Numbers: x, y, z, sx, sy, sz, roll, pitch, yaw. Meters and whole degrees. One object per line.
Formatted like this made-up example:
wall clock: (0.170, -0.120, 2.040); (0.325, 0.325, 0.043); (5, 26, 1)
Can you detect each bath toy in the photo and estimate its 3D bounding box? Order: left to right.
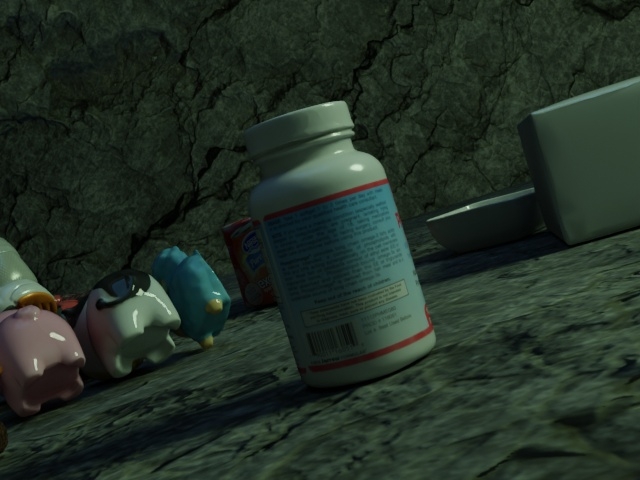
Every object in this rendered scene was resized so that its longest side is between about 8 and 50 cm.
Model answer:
bath toy: (-0.260, 0.093, 0.817); (0.348, 0.129, 0.151); (-17, -32, -39)

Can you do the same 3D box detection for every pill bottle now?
pill bottle: (0.008, 0.002, 0.534); (0.087, 0.160, 0.087); (-17, 2, 1)

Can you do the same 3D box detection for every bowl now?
bowl: (0.220, -0.026, 1.096); (0.142, 0.053, 0.142); (-17, 2, 38)

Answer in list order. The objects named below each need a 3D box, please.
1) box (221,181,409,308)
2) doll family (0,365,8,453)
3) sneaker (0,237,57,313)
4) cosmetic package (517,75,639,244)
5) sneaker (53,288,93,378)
box: (0.000, 0.000, 1.248); (0.128, 0.122, 0.257); (-15, 3, 37)
doll family: (-0.285, 0.113, 0.538); (0.163, 0.118, 0.263); (-17, 2, -3)
sneaker: (-0.385, 0.095, 0.957); (0.262, 0.121, 0.099); (-44, -23, 27)
cosmetic package: (0.333, -0.097, 0.904); (0.225, 0.138, 0.224); (-18, 1, 10)
sneaker: (-0.267, 0.102, 1.068); (0.135, 0.097, 0.276); (-18, 4, -21)
